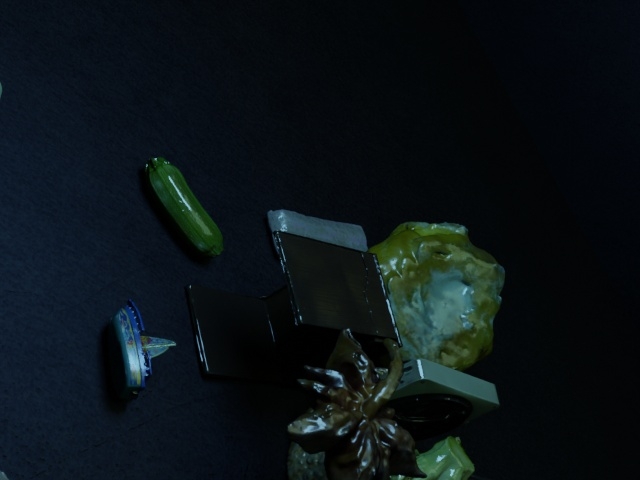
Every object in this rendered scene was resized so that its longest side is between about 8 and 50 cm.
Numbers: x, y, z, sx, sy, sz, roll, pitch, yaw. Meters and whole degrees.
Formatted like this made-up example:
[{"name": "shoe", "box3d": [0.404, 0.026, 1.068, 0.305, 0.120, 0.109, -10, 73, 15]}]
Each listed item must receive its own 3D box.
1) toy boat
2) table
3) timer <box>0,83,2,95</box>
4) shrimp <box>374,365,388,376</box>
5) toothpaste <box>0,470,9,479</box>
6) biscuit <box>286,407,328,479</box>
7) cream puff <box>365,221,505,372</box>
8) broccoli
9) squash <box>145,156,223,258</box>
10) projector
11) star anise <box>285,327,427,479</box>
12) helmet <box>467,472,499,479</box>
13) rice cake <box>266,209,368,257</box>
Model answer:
[{"name": "toy boat", "box3d": [-0.288, 0.172, 1.716, 0.110, 0.091, 0.175, 3, 55, -31]}, {"name": "table", "box3d": [-0.049, 0.137, 1.918, 0.282, 0.250, 0.196, 16, 53, -48]}, {"name": "timer", "box3d": [-0.588, -0.084, 1.407, 0.291, 0.290, 0.315, 11, 80, -49]}, {"name": "shrimp", "box3d": [0.113, 0.295, 2.161, 0.180, 0.099, 0.041, 35, 11, -16]}, {"name": "toothpaste", "box3d": [-0.382, 0.442, 1.415, 0.282, 0.068, 0.099, 52, 6, 0]}, {"name": "biscuit", "box3d": [0.029, 0.394, 1.883, 0.040, 0.188, 0.265, 57, 20, -46]}, {"name": "cream puff", "box3d": [0.218, 0.136, 2.289, 0.378, 0.275, 0.378, 2, 85, -26]}, {"name": "broccoli", "box3d": [0.192, 0.478, 1.952, 0.248, 0.245, 0.288, 47, 0, 42]}, {"name": "squash", "box3d": [-0.256, -0.059, 1.959, 0.077, 0.068, 0.219, -35, 95, -41]}, {"name": "projector", "box3d": [0.178, 0.330, 2.059, 0.259, 0.257, 0.079, 24, 46, -41]}, {"name": "star anise", "box3d": [0.067, 0.284, 1.711, 0.349, 0.109, 0.292, -8, 80, -54]}, {"name": "helmet", "box3d": [0.310, 0.568, 2.141, 0.253, 0.198, 0.154, 13, 91, -78]}, {"name": "rice cake", "box3d": [0.001, 0.002, 2.271, 0.298, 0.050, 0.106, 11, 57, -50]}]
